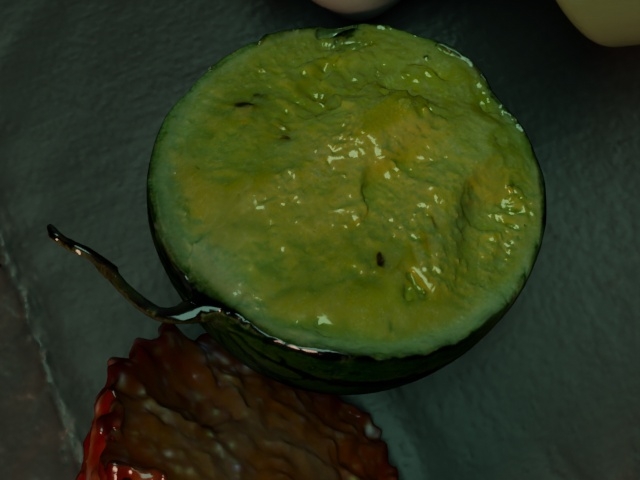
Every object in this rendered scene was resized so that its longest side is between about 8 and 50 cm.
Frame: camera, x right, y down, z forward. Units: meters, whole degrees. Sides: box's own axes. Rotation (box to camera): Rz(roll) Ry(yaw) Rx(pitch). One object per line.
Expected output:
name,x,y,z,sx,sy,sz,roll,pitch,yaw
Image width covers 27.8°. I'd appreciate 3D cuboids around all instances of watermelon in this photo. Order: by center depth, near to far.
watermelon,0.006,-0.004,0.694,0.204,0.127,0.232,34,61,12

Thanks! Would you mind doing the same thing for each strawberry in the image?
strawberry,-0.054,0.173,0.665,0.234,0.234,0.178,50,116,11

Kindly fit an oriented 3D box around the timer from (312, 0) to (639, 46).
timer,0.091,-0.221,0.701,0.315,0.291,0.291,-13,76,24
